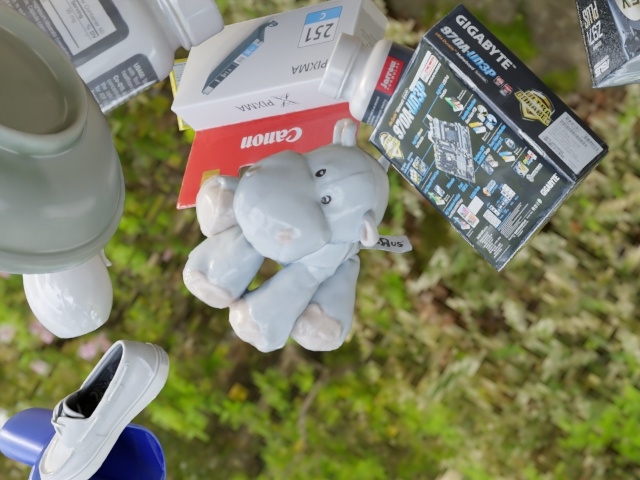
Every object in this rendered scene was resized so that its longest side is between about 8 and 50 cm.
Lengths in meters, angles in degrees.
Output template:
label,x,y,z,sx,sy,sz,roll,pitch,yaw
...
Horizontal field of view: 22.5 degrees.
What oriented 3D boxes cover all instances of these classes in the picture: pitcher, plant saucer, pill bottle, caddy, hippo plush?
label,x,y,z,sx,sy,sz,roll,pitch,yaw
pitcher,-0.365,0.024,2.387,0.125,0.178,0.207,11,124,56
plant saucer,-0.350,-0.149,1.627,0.400,0.100,0.400,30,-148,-21
pill bottle,0.094,-0.187,1.982,0.180,0.108,0.108,21,-176,-1
caddy,-0.386,0.402,2.620,0.179,0.241,0.341,11,173,33
hippo plush,0.000,0.000,1.838,0.294,0.234,0.236,-9,170,-17
pill bottle,-0.321,-0.260,2.117,0.204,0.361,0.204,59,176,7

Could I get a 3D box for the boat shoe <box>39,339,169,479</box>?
label,x,y,z,sx,sy,sz,roll,pitch,yaw
boat shoe,-0.218,0.164,1.514,0.063,0.184,0.066,26,-150,-39

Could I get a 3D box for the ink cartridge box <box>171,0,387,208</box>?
label,x,y,z,sx,sy,sz,roll,pitch,yaw
ink cartridge box,-0.070,-0.185,2.151,0.296,0.261,0.066,-8,145,35

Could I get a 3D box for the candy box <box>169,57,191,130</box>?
label,x,y,z,sx,sy,sz,roll,pitch,yaw
candy box,-0.120,-0.232,2.403,0.206,0.105,0.027,-10,179,-15

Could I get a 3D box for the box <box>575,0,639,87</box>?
label,x,y,z,sx,sy,sz,roll,pitch,yaw
box,0.319,-0.246,1.560,0.078,0.147,0.180,-7,170,-16

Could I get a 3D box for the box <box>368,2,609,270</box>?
label,x,y,z,sx,sy,sz,roll,pitch,yaw
box,0.139,-0.082,1.397,0.175,0.051,0.220,45,158,8
